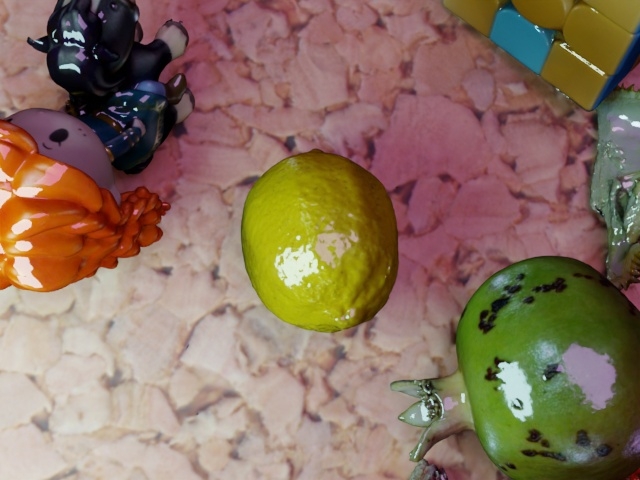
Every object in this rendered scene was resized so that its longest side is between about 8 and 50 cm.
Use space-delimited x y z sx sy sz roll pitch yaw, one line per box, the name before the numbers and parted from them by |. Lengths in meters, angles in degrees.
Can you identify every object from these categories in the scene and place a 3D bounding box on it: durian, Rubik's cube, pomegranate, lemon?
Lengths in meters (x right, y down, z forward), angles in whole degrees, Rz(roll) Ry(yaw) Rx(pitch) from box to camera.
durian | 0.464 -0.081 1.345 0.166 0.172 0.306 2 82 14
Rubik's cube | 0.381 -0.416 1.315 0.291 0.292 0.290 39 72 14
pomegranate | 0.256 0.160 1.173 0.323 0.291 0.291 4 74 -1
lemon | 0.000 0.000 1.194 0.204 0.204 0.260 -6 58 -13

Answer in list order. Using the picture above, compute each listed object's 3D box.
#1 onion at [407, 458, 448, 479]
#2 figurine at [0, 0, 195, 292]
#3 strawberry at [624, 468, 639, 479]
onion | 0.217 0.427 1.147 0.267 0.159 0.349 -33 85 -21
figurine | -0.281 -0.120 1.113 0.241 0.306 0.412 22 70 5
strawberry | 0.435 0.303 1.267 0.121 0.082 0.188 -38 83 -21
